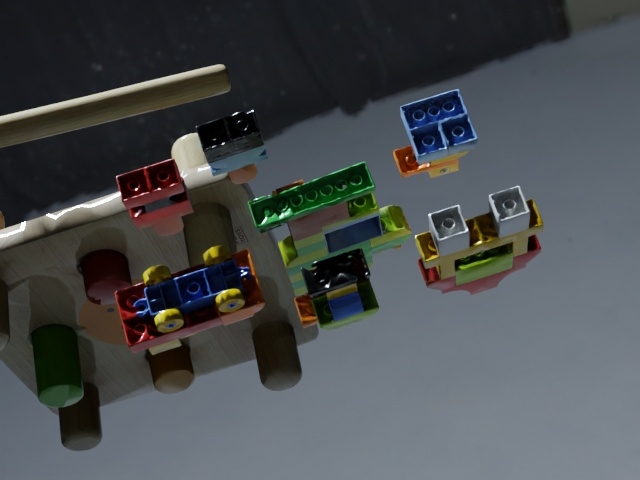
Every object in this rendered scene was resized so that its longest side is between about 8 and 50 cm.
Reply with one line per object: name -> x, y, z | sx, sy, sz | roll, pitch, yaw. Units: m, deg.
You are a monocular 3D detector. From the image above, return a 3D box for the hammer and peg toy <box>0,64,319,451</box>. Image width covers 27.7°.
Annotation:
hammer and peg toy -> -0.157, 0.020, 1.016 | 0.265, 0.361, 0.127 | -17, 54, 5

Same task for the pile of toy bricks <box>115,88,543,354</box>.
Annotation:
pile of toy bricks -> 0.000, 0.000, 0.684 | 0.212, 0.105, 0.118 | -17, 64, -2
